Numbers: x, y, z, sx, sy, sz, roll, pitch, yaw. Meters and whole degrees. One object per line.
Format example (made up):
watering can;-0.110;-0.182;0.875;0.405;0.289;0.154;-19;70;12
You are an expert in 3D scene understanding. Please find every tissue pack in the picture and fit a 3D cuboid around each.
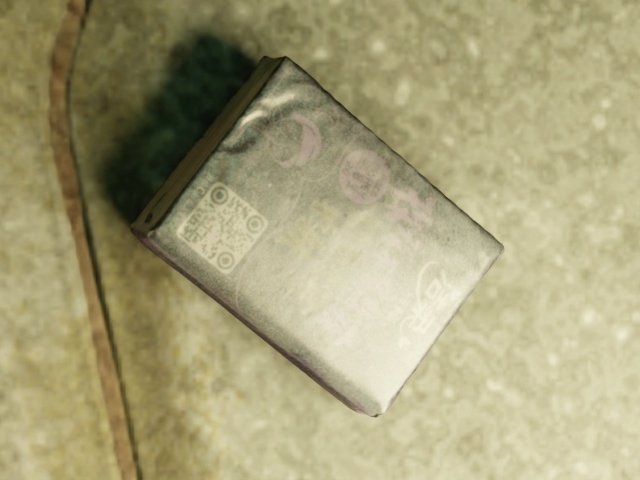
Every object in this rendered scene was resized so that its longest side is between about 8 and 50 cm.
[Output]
tissue pack;0.000;0.000;0.914;0.156;0.051;0.112;40;82;-19
